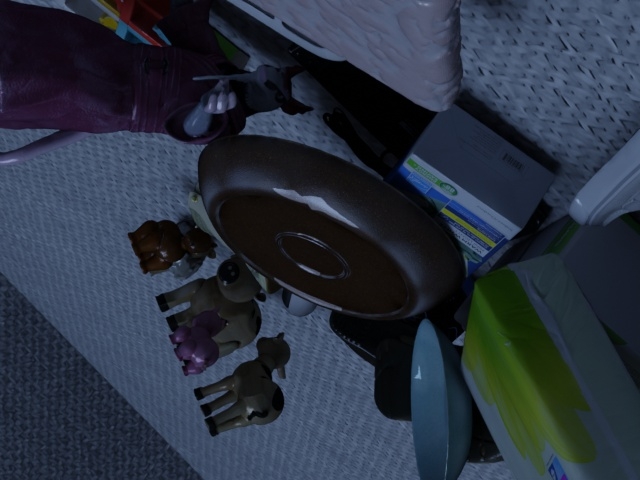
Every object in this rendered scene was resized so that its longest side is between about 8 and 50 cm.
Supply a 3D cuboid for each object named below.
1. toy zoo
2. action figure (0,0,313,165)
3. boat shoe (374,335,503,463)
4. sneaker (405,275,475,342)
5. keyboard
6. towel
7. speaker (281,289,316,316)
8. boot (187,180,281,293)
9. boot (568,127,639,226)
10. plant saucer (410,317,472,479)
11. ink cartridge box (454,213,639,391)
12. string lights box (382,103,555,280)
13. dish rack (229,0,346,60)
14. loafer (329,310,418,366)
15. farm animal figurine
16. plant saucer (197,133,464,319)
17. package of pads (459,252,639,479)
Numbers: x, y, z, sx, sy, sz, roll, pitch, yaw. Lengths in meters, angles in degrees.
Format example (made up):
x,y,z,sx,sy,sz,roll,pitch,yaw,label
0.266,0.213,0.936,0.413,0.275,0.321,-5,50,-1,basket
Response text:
x,y,z,sx,sy,sz,roll,pitch,yaw,label
-0.222,-0.265,2.016,0.293,0.030,0.192,38,161,-2,toy zoo
-0.192,-0.151,1.829,0.370,0.248,0.276,7,136,-9,action figure
0.171,0.170,1.923,0.120,0.123,0.324,4,-172,-22,boat shoe
0.115,0.040,2.013,0.081,0.090,0.232,17,152,48,sneaker
0.092,-0.108,1.810,0.317,0.033,0.201,44,154,-14,keyboard
-0.019,-0.252,1.375,0.317,0.053,0.332,33,169,14,towel
-0.023,0.061,2.375,0.055,0.055,0.136,36,162,7,speaker
-0.102,-0.042,2.245,0.165,0.077,0.213,41,152,23,boot
0.306,-0.041,1.465,0.123,0.095,0.258,44,161,5,boot
0.130,0.178,1.780,0.037,0.195,0.195,0,162,-8,plant saucer
0.283,0.082,1.765,0.198,0.115,0.273,41,162,-4,ink cartridge box
0.127,-0.034,1.764,0.133,0.077,0.260,35,156,-1,string lights box
-0.067,-0.324,1.534,0.285,0.072,0.333,34,161,15,dish rack
0.113,0.155,2.329,0.220,0.080,0.078,37,172,19,loafer
-0.135,0.108,2.449,0.327,0.172,0.330,113,134,-84,farm animal figurine
0.000,0.000,1.796,0.310,0.050,0.310,23,157,10,plant saucer
0.236,0.184,1.585,0.229,0.101,0.296,89,156,-66,package of pads
